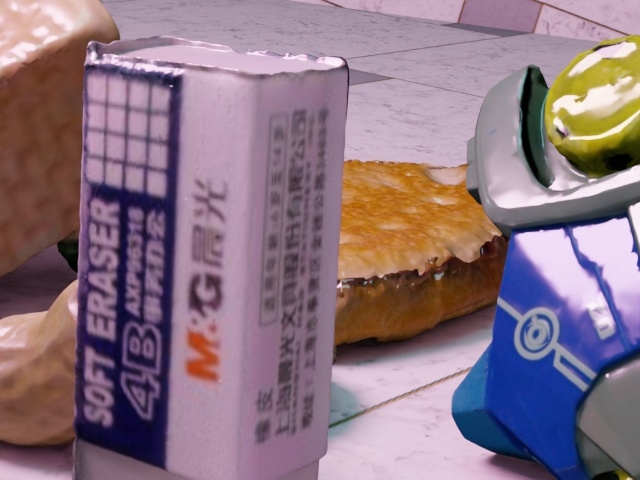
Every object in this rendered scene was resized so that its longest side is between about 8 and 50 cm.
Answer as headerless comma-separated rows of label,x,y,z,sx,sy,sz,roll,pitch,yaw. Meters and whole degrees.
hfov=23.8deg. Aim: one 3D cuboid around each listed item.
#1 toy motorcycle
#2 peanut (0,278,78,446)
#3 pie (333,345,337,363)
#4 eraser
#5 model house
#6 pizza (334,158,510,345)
toy motorcycle,0.183,0.046,0.983,0.200,0.191,0.326,-17,47,30
peanut,-0.147,0.076,0.954,0.214,0.098,0.090,-21,50,26
pie,-0.072,0.074,1.071,0.163,0.079,0.193,1,17,-19
eraser,-0.063,0.039,0.819,0.130,0.287,0.086,13,16,31
model house,-0.368,-0.100,1.235,0.343,0.334,0.382,-32,49,-19
pizza,0.029,0.005,1.317,0.435,0.080,0.392,0,17,-5
